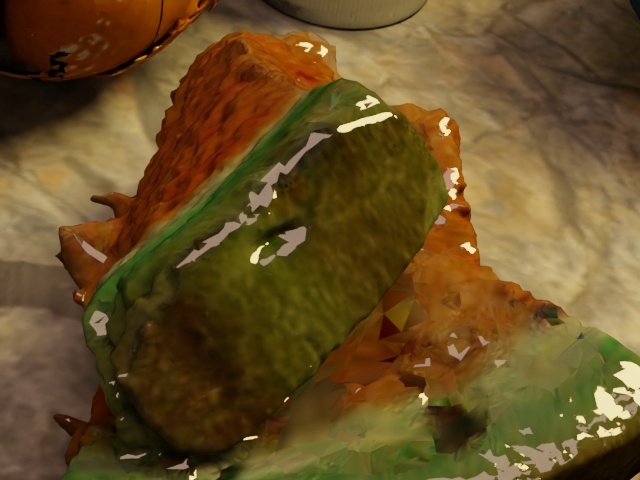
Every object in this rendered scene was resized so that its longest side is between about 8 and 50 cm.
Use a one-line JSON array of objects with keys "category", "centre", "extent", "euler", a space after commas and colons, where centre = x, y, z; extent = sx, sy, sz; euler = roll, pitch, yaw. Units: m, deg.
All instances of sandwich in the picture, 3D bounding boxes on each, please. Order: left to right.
[{"category": "sandwich", "centre": [0.000, 0.000, 0.660], "extent": [0.251, 0.162, 0.301], "euler": [-6, 43, -10]}]

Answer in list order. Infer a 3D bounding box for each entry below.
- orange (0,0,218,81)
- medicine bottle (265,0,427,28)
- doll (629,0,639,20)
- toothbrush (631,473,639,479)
[{"category": "orange", "centre": [-0.140, -0.194, 0.792], "extent": [0.182, 0.234, 0.234], "euler": [-4, 38, 24]}, {"category": "medicine bottle", "centre": [0.027, -0.259, 0.872], "extent": [0.143, 0.258, 0.143], "euler": [5, 45, -5]}, {"category": "doll", "centre": [0.269, -0.211, 0.892], "extent": [0.284, 0.240, 0.310], "euler": [21, 20, -28]}, {"category": "toothbrush", "centre": [0.169, 0.068, 0.721], "extent": [0.030, 0.025, 0.307], "euler": [32, 47, 12]}]
